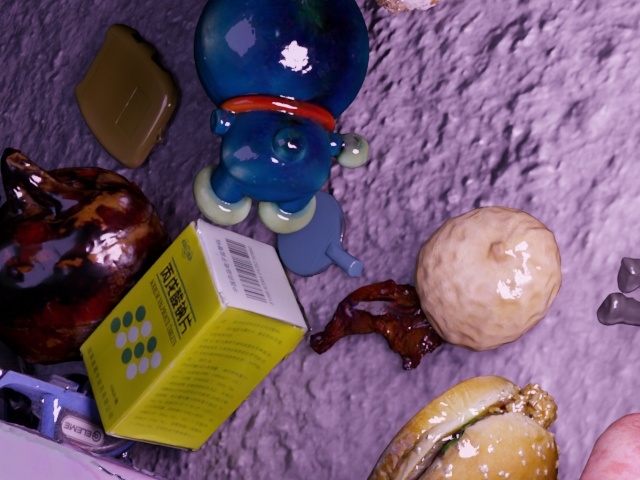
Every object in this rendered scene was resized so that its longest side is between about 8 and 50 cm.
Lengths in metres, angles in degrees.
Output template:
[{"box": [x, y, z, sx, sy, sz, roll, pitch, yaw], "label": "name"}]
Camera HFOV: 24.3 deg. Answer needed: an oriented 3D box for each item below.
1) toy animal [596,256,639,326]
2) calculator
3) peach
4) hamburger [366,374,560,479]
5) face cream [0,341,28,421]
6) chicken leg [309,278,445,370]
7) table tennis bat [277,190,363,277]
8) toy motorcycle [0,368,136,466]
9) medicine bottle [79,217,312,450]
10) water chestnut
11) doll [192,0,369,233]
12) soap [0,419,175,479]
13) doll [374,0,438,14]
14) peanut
[{"box": [0.331, 0.095, 1.204, 0.114, 0.146, 0.245, 124, 143, -46], "label": "toy animal"}, {"box": [-0.270, -0.200, 2.052, 0.157, 0.033, 0.236, -57, 45, 16], "label": "calculator"}, {"box": [0.288, 0.228, 1.230, 0.152, 0.152, 0.152, -19, 64, 43], "label": "peach"}, {"box": [0.135, 0.222, 1.352, 0.122, 0.189, 0.215, 42, 107, 36], "label": "hamburger"}, {"box": [-0.415, 0.263, 2.022, 0.073, 0.073, 0.283, -46, 47, 27], "label": "face cream"}, {"box": [0.064, 0.087, 1.579, 0.205, 0.053, 0.093, 7, 97, 52], "label": "chicken leg"}, {"box": [0.000, 0.000, 1.698, 0.155, 0.019, 0.100, 37, 102, 49], "label": "table tennis bat"}, {"box": [-0.355, 0.231, 1.759, 0.125, 0.359, 0.212, -10, 61, 48], "label": "toy motorcycle"}, {"box": [-0.149, 0.114, 1.732, 0.250, 0.141, 0.137, -48, 44, 26], "label": "medicine bottle"}, {"box": [-0.323, 0.023, 1.873, 0.289, 0.244, 0.289, -16, 66, 38], "label": "water chestnut"}, {"box": [-0.042, -0.178, 1.670, 0.186, 0.199, 0.321, 141, 130, -63], "label": "doll"}, {"box": [-0.183, 0.319, 1.537, 0.261, 0.446, 0.156, 124, 167, -79], "label": "soap"}, {"box": [0.094, -0.354, 1.657, 0.105, 0.115, 0.221, -32, 48, 49], "label": "doll"}, {"box": [0.161, 0.034, 1.439, 0.159, 0.109, 0.140, -39, 65, 38], "label": "peanut"}]
